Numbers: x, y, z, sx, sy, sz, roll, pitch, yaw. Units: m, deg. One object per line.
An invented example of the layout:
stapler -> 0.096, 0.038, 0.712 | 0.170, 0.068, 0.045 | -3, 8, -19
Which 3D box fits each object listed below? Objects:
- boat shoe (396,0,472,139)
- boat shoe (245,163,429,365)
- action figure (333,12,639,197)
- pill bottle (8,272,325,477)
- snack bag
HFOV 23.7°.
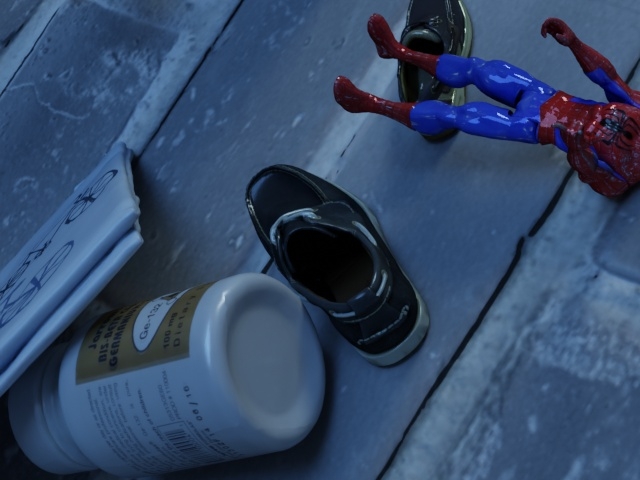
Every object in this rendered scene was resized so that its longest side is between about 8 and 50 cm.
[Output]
boat shoe -> 0.089, -0.154, 1.222 | 0.056, 0.049, 0.152 | -20, 52, 25
boat shoe -> 0.000, 0.000, 1.169 | 0.084, 0.079, 0.233 | -46, 42, 6
action figure -> 0.133, -0.108, 1.071 | 0.280, 0.139, 0.091 | 20, 76, 27
pill bottle -> -0.122, 0.110, 1.149 | 0.229, 0.131, 0.131 | -16, 52, 35
snack bag -> -0.260, 0.067, 1.272 | 0.323, 0.037, 0.342 | -48, 14, 3
